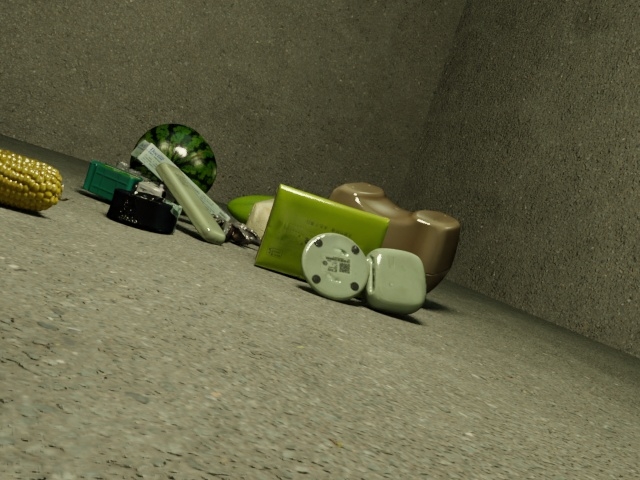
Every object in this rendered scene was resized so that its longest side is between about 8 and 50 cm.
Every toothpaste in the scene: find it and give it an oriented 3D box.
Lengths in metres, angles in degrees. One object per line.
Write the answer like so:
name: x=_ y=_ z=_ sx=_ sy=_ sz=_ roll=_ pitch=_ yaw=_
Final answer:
toothpaste: x=-0.407 y=-0.156 z=1.911 sx=0.336 sy=0.067 sz=0.081 roll=47 pitch=-11 yaw=-31

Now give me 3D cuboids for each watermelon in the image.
watermelon: x=-0.486 y=-0.244 z=2.152 sx=0.285 sy=0.285 sz=0.285 roll=19 pitch=3 yaw=-1

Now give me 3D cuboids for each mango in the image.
mango: x=-0.186 y=-0.092 z=2.459 sx=0.343 sy=0.156 sz=0.192 roll=16 pitch=3 yaw=-19

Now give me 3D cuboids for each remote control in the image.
remote control: x=-0.344 y=-0.102 z=1.720 sx=0.309 sy=0.038 sz=0.090 roll=50 pitch=13 yaw=30

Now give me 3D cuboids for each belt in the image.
belt: x=-0.409 y=-0.071 z=1.534 sx=0.151 sy=0.078 sz=0.198 roll=18 pitch=1 yaw=13

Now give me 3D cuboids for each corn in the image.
corn: x=-0.603 y=-0.123 z=1.144 sx=0.310 sy=0.101 sz=0.101 roll=16 pitch=4 yaw=-23

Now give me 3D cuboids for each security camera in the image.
security camera: x=0.093 y=0.078 z=1.438 sx=0.301 sy=0.157 sz=0.080 roll=12 pitch=-29 yaw=-18

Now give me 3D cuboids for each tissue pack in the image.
tissue pack: x=0.187 y=0.010 z=1.886 sx=0.387 sy=0.277 sz=0.267 roll=23 pitch=14 yaw=23
tissue pack: x=0.000 y=0.000 z=1.567 sx=0.274 sy=0.200 sz=0.167 roll=18 pitch=1 yaw=-5

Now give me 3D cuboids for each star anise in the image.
star anise: x=-0.263 y=-0.031 z=1.819 sx=0.204 sy=0.061 sz=0.180 roll=21 pitch=4 yaw=24

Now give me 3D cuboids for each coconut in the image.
coconut: x=-0.149 y=-0.057 z=2.017 sx=0.161 sy=0.162 sz=0.161 roll=19 pitch=3 yaw=-1

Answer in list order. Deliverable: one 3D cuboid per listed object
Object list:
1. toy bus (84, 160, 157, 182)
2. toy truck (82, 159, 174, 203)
toy bus: x=-0.574 y=-0.159 z=1.927 sx=0.236 sy=0.094 sz=0.079 roll=19 pitch=4 yaw=2
toy truck: x=-0.531 y=-0.143 z=1.779 sx=0.253 sy=0.114 sz=0.124 roll=22 pitch=8 yaw=15
